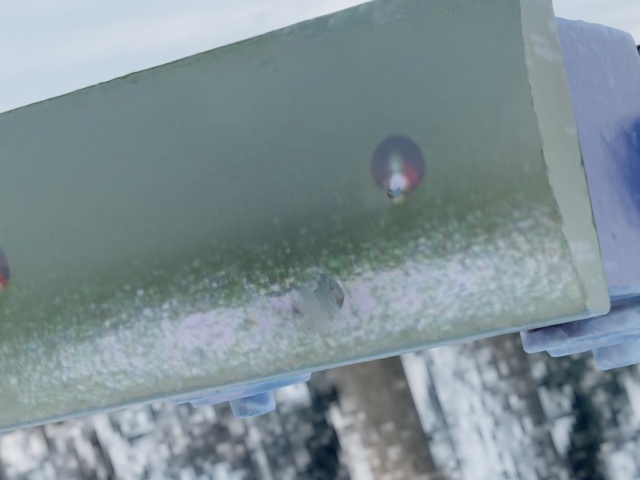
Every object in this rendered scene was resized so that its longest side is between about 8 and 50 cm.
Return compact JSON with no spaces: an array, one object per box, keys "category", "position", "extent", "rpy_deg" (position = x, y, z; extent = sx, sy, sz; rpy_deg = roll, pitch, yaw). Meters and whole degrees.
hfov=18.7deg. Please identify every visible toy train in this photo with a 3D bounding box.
[{"category":"toy train","position":[0.000,0.000,0.699],"extent":[0.299,0.131,0.202],"rpy_deg":[-14,174,29]}]
